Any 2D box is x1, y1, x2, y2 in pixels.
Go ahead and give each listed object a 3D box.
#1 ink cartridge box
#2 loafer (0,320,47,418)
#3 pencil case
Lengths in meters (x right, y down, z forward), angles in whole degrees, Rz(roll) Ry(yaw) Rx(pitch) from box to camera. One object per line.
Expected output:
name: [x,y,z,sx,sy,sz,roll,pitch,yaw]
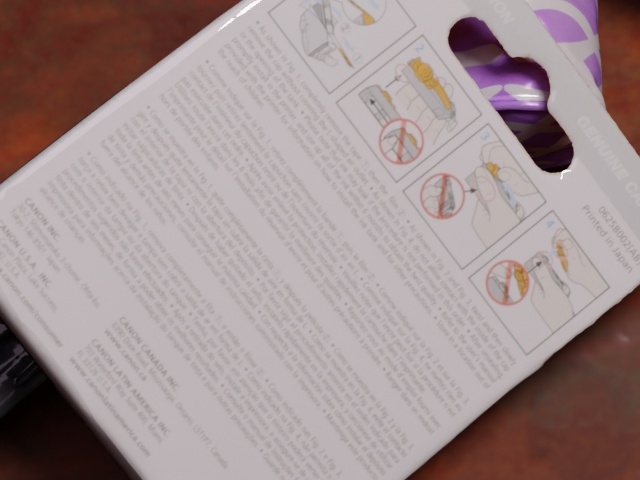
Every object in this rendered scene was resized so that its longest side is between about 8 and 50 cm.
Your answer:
ink cartridge box: [0.000,0.000,0.734,0.232,0.066,0.189,-39,99,-12]
loafer: [-0.099,0.025,0.781,0.223,0.076,0.078,-31,101,-11]
pencil case: [0.074,-0.130,0.802,0.088,0.086,0.206,-6,68,12]
